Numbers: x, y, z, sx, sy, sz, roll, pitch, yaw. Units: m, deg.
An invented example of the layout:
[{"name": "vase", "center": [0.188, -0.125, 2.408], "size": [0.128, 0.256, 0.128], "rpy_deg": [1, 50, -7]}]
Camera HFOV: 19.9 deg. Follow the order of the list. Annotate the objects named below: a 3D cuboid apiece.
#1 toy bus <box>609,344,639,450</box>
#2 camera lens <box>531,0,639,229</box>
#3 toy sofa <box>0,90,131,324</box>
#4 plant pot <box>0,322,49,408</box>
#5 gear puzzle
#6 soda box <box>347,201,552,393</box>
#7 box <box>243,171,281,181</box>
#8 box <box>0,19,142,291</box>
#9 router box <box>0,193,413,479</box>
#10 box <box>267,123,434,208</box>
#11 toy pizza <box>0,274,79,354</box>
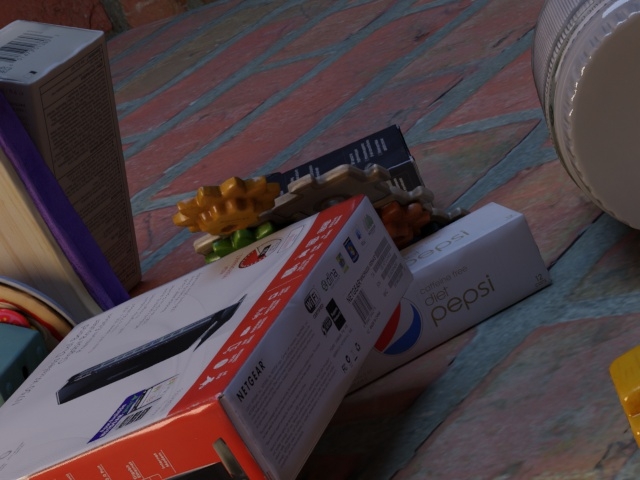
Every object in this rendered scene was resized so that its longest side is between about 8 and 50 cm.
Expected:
[{"name": "toy bus", "center": [0.332, 0.028, 1.092], "size": [0.333, 0.130, 0.108], "rpy_deg": [-23, 16, 7]}, {"name": "camera lens", "center": [0.291, -0.134, 1.513], "size": [0.219, 0.219, 0.274], "rpy_deg": [-22, 16, 9]}, {"name": "toy sofa", "center": [-0.290, -0.032, 1.795], "size": [0.177, 0.362, 0.150], "rpy_deg": [-22, 14, 37]}, {"name": "plant pot", "center": [-0.355, 0.164, 1.634], "size": [0.234, 0.165, 0.165], "rpy_deg": [-12, 19, 18]}, {"name": "gear puzzle", "center": [0.000, 0.000, 1.523], "size": [0.175, 0.044, 0.339], "rpy_deg": [-26, -24, 22]}, {"name": "soda box", "center": [0.078, 0.049, 1.519], "size": [0.216, 0.069, 0.074], "rpy_deg": [-28, 16, -10]}, {"name": "box", "center": [-0.076, -0.033, 2.026], "size": [0.083, 0.062, 0.052], "rpy_deg": [-11, 20, 40]}, {"name": "box", "center": [-0.297, -0.066, 1.973], "size": [0.121, 0.311, 0.148], "rpy_deg": [11, 32, 26]}, {"name": "router box", "center": [-0.114, 0.117, 1.331], "size": [0.301, 0.082, 0.335], "rpy_deg": [-24, 14, 26]}, {"name": "box", "center": [0.029, -0.030, 1.802], "size": [0.158, 0.093, 0.156], "rpy_deg": [-23, 16, 4]}, {"name": "toy pizza", "center": [-0.308, 0.102, 1.714], "size": [0.201, 0.201, 0.032], "rpy_deg": [-15, 41, 32]}]
